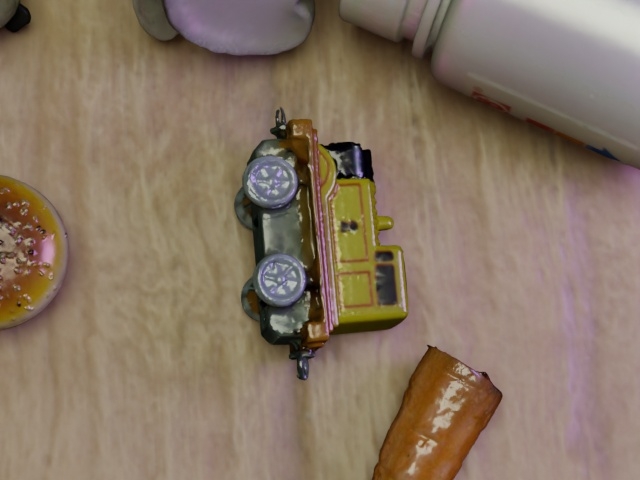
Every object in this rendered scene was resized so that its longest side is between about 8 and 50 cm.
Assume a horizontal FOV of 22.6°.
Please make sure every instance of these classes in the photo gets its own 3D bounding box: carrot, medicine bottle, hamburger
[{"bbox_3d":[0.069,0.186,1.238,0.072,0.072,0.205,26,87,5],"label":"carrot"},{"bbox_3d":[0.170,-0.180,1.260,0.293,0.170,0.170,23,78,5],"label":"medicine bottle"},{"bbox_3d":[-0.268,0.009,1.260,0.141,0.081,0.126,19,78,3],"label":"hamburger"}]

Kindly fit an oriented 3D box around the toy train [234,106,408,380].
[{"bbox_3d":[0.000,0.000,1.264,0.127,0.089,0.219,-3,77,-12],"label":"toy train"}]

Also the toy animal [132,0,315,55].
[{"bbox_3d":[-0.092,-0.310,1.266,0.206,0.272,0.265,-7,60,-26],"label":"toy animal"}]

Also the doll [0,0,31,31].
[{"bbox_3d":[-0.322,-0.229,1.246,0.135,0.234,0.143,17,81,19],"label":"doll"}]
